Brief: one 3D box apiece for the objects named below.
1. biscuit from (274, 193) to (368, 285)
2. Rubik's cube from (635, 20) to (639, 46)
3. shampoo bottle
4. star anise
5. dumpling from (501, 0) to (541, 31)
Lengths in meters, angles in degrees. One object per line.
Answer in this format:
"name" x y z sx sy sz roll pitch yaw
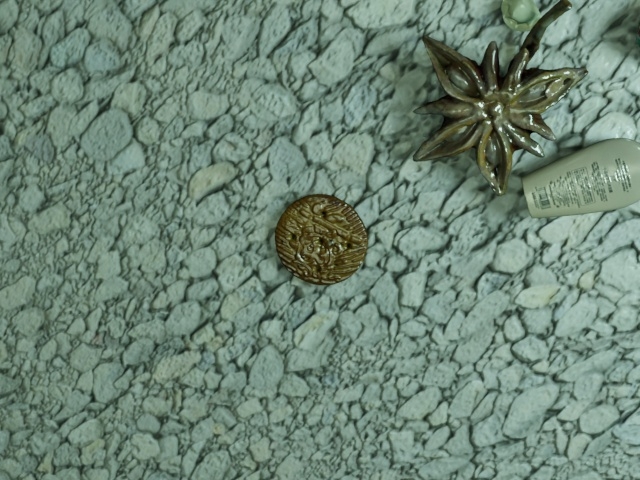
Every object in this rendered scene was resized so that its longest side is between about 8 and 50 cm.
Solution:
"biscuit" -0.001 0.000 1.569 0.188 0.027 0.187 3 106 10
"Rubik's cube" 0.585 -0.349 1.327 0.111 0.111 0.093 37 133 0
"shampoo bottle" 0.494 -0.111 1.416 0.257 0.078 0.127 -15 97 17
"star anise" 0.311 -0.248 1.402 0.293 0.109 0.349 1 113 6
"dumpling" 0.347 -0.397 1.389 0.077 0.043 0.059 31 126 -15
